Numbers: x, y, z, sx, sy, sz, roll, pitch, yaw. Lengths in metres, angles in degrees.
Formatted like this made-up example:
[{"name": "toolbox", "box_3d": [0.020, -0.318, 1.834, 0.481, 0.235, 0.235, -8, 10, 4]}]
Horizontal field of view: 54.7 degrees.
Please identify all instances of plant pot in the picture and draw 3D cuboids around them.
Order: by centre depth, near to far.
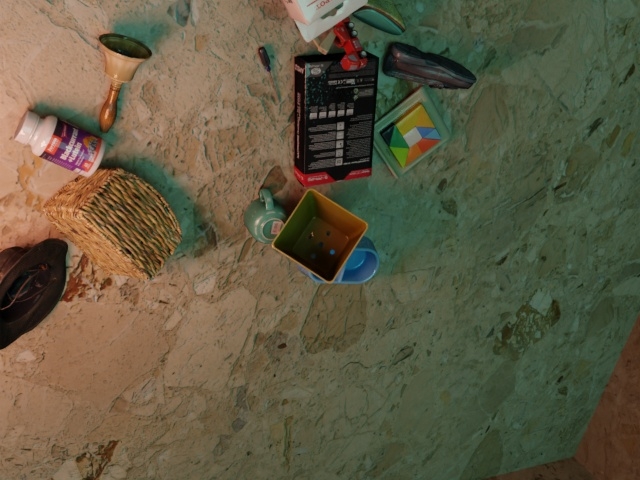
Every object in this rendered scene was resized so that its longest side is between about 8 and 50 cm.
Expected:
[{"name": "plant pot", "box_3d": [0.000, 0.000, 1.894, 0.212, 0.187, 0.212, 33, 82, 6]}]

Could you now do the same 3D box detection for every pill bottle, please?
[{"name": "pill bottle", "box_3d": [-0.645, -0.243, 1.534, 0.193, 0.108, 0.108, 25, 105, -34]}]

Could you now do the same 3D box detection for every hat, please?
[{"name": "hat", "box_3d": [-0.811, 0.116, 1.624, 0.134, 0.331, 0.331, 27, 107, 5]}]

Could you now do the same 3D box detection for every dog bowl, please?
[{"name": "dog bowl", "box_3d": [0.068, 0.070, 2.081, 0.297, 0.074, 0.166, 4, 116, -27]}]

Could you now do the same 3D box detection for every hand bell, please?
[{"name": "hand bell", "box_3d": [-0.512, -0.374, 1.543, 0.126, 0.126, 0.242, 7, 125, -29]}]

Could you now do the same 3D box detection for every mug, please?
[{"name": "mug", "box_3d": [-0.166, -0.064, 1.875, 0.129, 0.097, 0.158, -39, 127, -1]}]

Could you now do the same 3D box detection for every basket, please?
[{"name": "basket", "box_3d": [-0.556, -0.058, 1.695, 0.299, 0.223, 0.213, 53, 55, -37]}]

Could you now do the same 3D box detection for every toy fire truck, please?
[{"name": "toy fire truck", "box_3d": [0.032, -0.541, 1.665, 0.135, 0.047, 0.192, -21, 85, -21]}]

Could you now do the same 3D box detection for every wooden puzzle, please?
[{"name": "wooden puzzle", "box_3d": [0.288, -0.337, 1.970, 0.238, 0.044, 0.221, -40, 127, 0]}]

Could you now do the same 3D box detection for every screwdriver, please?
[{"name": "screwdriver", "box_3d": [-0.139, -0.457, 1.716, 0.024, 0.025, 0.170, -27, 135, -10]}]

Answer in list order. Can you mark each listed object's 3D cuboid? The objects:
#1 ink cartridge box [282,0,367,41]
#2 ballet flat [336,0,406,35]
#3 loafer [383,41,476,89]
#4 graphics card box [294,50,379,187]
[{"name": "ink cartridge box", "box_3d": [-0.012, -0.634, 1.385, 0.207, 0.119, 0.353, -36, 127, -4]}, {"name": "ballet flat", "box_3d": [0.101, -0.657, 1.660, 0.348, 0.123, 0.123, 10, 113, -30]}, {"name": "loafer", "box_3d": [0.327, -0.508, 1.869, 0.302, 0.109, 0.095, 12, 131, -24]}, {"name": "graphics card box", "box_3d": [0.042, -0.354, 1.811, 0.233, 0.094, 0.371, -11, 123, -19]}]
